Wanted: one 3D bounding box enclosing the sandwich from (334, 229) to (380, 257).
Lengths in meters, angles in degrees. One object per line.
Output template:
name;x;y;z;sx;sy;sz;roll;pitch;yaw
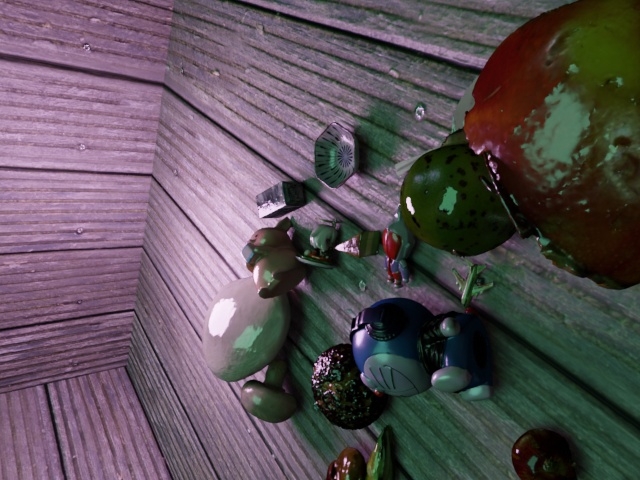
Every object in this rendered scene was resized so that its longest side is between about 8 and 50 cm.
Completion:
sandwich;0.101;-0.002;1.240;0.116;0.074;0.074;19;109;49

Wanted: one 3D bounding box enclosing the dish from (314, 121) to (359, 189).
dish;0.061;-0.244;1.277;0.191;0.066;0.190;9;102;49

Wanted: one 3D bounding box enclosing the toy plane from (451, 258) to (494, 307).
toy plane;0.339;0.099;0.987;0.102;0.040;0.111;23;111;49

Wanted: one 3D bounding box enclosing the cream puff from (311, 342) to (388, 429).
cream puff;0.071;0.413;1.239;0.239;0.165;0.239;7;99;47

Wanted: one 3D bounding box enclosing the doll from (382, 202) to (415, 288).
doll;0.197;0.014;1.124;0.102;0.075;0.227;31;126;55

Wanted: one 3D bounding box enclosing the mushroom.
mushroom;-0.167;0.543;1.548;0.206;0.209;0.206;31;143;28

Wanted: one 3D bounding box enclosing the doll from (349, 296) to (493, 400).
doll;0.215;0.248;1.007;0.310;0.284;0.240;-11;44;38

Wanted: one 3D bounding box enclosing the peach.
peach;0.413;-0.139;0.650;0.353;0.339;0.416;9;104;50

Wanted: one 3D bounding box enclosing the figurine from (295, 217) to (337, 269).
figurine;0.000;0.000;1.342;0.132;0.132;0.153;17;93;49

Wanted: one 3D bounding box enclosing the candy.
candy;-0.273;0.295;1.566;0.427;0.186;0.386;-25;54;34

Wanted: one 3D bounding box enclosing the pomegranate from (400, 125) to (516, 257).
pomegranate;0.283;-0.099;0.895;0.254;0.254;0.270;-8;84;50

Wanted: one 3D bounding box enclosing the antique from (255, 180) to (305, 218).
antique;-0.134;-0.139;1.502;0.183;0.088;0.086;-20;79;50

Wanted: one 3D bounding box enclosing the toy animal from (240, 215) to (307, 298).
toy animal;-0.164;0.065;1.454;0.195;0.213;0.256;-50;56;25

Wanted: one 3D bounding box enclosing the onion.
onion;0.429;0.427;0.847;0.119;0.119;0.117;-30;54;47

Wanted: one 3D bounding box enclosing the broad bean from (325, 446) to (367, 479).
broad bean;0.073;0.708;1.269;0.122;0.156;0.228;11;114;15

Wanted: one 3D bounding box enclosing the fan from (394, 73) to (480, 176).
fan;0.330;-0.238;0.992;0.415;0.012;0.233;-18;78;47

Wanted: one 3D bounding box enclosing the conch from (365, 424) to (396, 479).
conch;0.165;0.617;1.196;0.080;0.095;0.200;4;97;20
